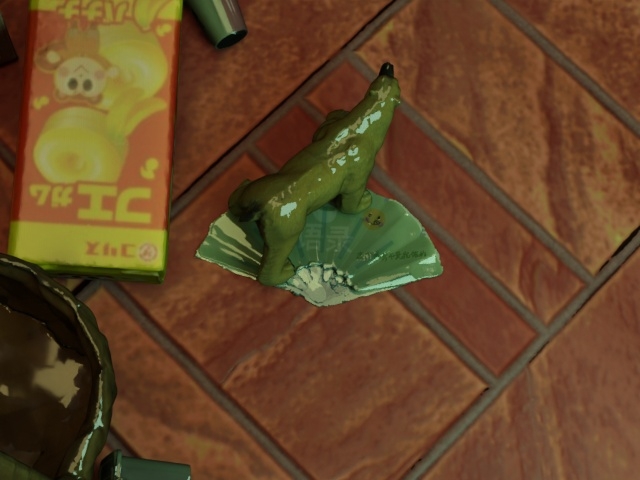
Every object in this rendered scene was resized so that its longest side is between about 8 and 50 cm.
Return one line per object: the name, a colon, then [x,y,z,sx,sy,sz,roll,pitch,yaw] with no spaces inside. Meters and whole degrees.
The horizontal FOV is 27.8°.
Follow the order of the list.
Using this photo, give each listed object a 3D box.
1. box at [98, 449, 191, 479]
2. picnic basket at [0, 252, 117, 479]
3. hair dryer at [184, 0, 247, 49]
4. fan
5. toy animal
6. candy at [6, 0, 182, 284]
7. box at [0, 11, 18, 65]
box: [-0.154,0.228,1.110,0.069,0.122,0.084,7,74,-15]
picnic basket: [-0.322,0.151,1.011,0.293,0.337,0.337,26,73,2]
hair dryer: [-0.159,-0.224,1.282,0.154,0.054,0.106,-22,82,0]
fan: [0.000,0.000,1.244,0.240,0.009,0.131,3,71,-3]
toy animal: [0.000,-0.067,1.208,0.218,0.101,0.103,-40,77,-16]
candy: [-0.204,-0.102,1.196,0.146,0.088,0.276,2,81,-4]
box: [-0.407,-0.356,1.115,0.122,0.385,0.345,-24,77,-11]
